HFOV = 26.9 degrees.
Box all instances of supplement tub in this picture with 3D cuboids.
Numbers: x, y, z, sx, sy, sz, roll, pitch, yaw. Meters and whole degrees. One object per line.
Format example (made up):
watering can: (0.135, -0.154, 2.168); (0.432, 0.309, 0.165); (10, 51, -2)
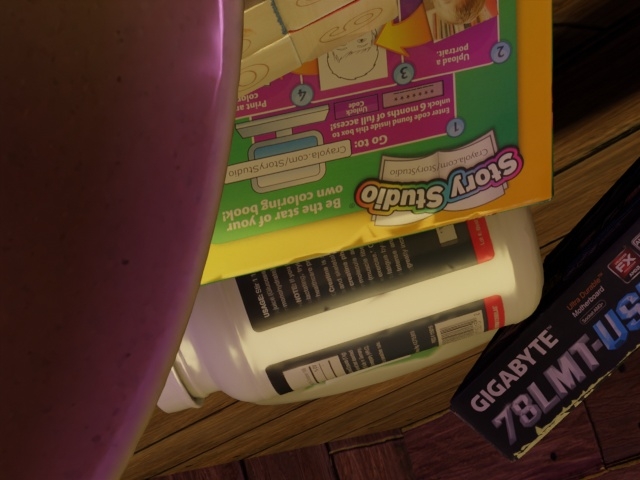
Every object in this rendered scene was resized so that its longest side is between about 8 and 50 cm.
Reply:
supplement tub: (0.000, 0.000, 0.926); (0.272, 0.191, 0.191); (-17, 166, 1)

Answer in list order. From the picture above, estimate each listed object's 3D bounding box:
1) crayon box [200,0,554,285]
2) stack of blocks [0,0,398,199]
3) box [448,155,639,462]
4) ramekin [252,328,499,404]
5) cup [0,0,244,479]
crayon box: (-0.026, -0.077, 0.644); (0.278, 0.165, 0.081); (-13, -150, -14)
stack of blocks: (-0.123, -0.064, 0.488); (0.297, 0.171, 0.087); (-27, 170, 1)
box: (0.245, -0.007, 1.006); (0.295, 0.073, 0.293); (-51, 178, 33)
ramekin: (0.037, 0.039, 1.204); (0.303, 0.148, 0.303); (-16, 166, -4)
cup: (-0.195, -0.065, 0.314); (0.236, 0.331, 0.331); (5, 175, 24)
